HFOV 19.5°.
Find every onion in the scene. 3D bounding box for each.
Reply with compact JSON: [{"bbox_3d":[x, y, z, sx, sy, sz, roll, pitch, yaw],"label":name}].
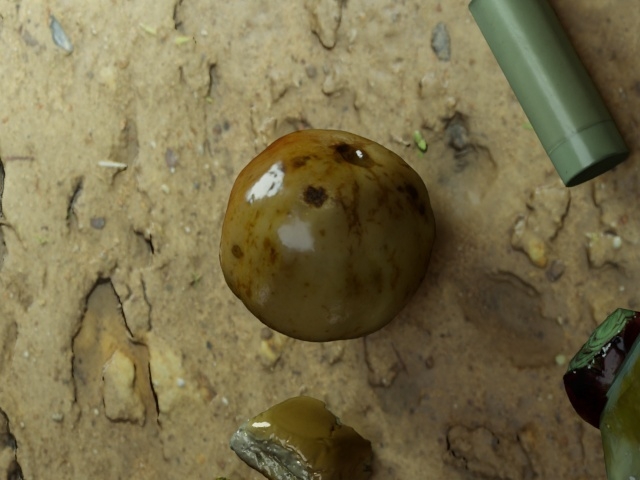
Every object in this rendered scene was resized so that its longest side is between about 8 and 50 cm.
[{"bbox_3d":[0.287,0.126,1.722,0.117,0.118,0.119,-43,72,26],"label":"onion"}]

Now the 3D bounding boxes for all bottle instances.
[{"bbox_3d":[0.217,-0.154,1.771,0.072,0.072,0.202,-32,77,25],"label":"bottle"}]

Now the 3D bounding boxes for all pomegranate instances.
[{"bbox_3d":[0.000,0.000,1.821,0.215,0.215,0.215,1,92,28],"label":"pomegranate"}]

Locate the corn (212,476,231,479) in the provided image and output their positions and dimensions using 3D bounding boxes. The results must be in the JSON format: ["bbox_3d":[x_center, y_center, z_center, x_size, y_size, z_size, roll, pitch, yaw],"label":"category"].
[{"bbox_3d":[-0.048,0.345,1.923,0.231,0.080,0.080,46,111,20],"label":"corn"}]

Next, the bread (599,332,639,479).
[{"bbox_3d":[0.366,0.146,1.564,0.264,0.239,0.395,27,107,-3],"label":"bread"}]

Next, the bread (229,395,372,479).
[{"bbox_3d":[-0.015,0.210,1.886,0.125,0.106,0.082,39,109,19],"label":"bread"}]
